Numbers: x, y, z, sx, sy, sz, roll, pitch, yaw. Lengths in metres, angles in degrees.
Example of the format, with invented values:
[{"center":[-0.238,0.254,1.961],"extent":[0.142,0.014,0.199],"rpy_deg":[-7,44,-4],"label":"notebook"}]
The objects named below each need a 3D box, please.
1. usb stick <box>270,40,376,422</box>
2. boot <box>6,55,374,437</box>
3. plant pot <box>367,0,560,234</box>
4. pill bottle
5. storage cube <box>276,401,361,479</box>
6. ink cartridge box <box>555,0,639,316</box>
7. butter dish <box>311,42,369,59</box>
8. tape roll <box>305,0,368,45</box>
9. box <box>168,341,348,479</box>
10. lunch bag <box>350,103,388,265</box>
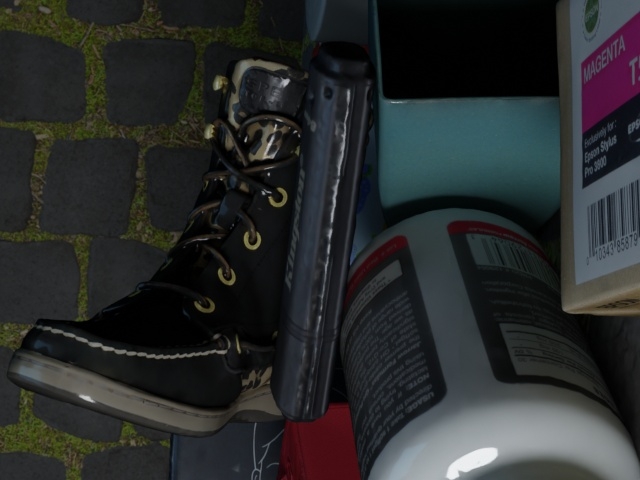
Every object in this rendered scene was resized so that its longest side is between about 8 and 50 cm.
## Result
[{"center":[0.000,0.000,0.821],"extent":[0.077,0.045,0.278],"rpy_deg":[-102,18,-67],"label":"usb stick"},{"center":[-0.077,-0.002,0.891],"extent":[0.377,0.138,0.284],"rpy_deg":[15,-89,-64],"label":"boot"},{"center":[0.118,-0.098,0.907],"extent":[0.234,0.165,0.165],"rpy_deg":[91,177,-56],"label":"plant pot"},{"center":[0.110,0.129,0.774],"extent":[0.318,0.176,0.176],"rpy_deg":[-98,13,-57],"label":"pill bottle"},{"center":[0.066,0.263,0.950],"extent":[0.193,0.215,0.183],"rpy_deg":[-104,18,-45],"label":"storage cube"},{"center":[0.193,-0.068,0.566],"extent":[0.234,0.088,0.193],"rpy_deg":[126,145,-78],"label":"ink cartridge box"},{"center":[0.077,-0.222,1.434],"extent":[0.160,0.118,0.160],"rpy_deg":[-38,28,20],"label":"butter dish"},{"center":[0.079,-0.326,1.217],"extent":[0.246,0.169,0.246],"rpy_deg":[-178,90,-82],"label":"tape roll"},{"center":[-0.027,0.298,1.302],"extent":[0.212,0.294,0.395],"rpy_deg":[145,128,-80],"label":"box"},{"center":[0.081,-0.065,1.098],"extent":[0.090,0.176,0.219],"rpy_deg":[37,-128,-75],"label":"lunch bag"}]
